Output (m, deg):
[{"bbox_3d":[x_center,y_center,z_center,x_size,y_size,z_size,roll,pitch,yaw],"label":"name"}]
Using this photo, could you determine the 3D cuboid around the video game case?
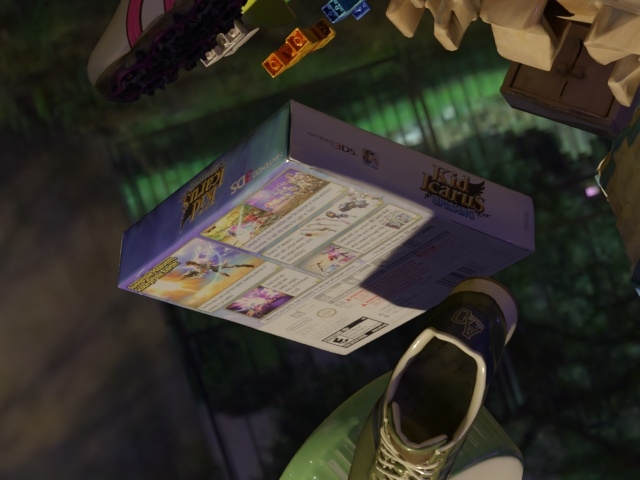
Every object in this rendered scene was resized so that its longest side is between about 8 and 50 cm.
[{"bbox_3d":[0.000,0.000,1.294,0.244,0.061,0.269,18,147,-30],"label":"video game case"}]

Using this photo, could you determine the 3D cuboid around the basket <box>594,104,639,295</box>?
[{"bbox_3d":[0.385,-0.024,1.323,0.201,0.289,0.254,-3,143,-25],"label":"basket"}]

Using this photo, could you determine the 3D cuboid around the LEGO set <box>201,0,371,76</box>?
[{"bbox_3d":[-0.010,-0.240,1.588,0.227,0.087,0.093,-39,178,27],"label":"LEGO set"}]

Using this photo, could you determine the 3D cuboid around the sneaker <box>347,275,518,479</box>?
[{"bbox_3d":[0.056,0.114,0.932,0.064,0.192,0.086,28,-159,11],"label":"sneaker"}]

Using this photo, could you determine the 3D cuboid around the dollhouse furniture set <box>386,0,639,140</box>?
[{"bbox_3d":[0.295,-0.309,1.791,0.362,0.256,0.394,21,174,25],"label":"dollhouse furniture set"}]

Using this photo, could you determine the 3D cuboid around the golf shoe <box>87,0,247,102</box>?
[{"bbox_3d":[-0.076,-0.162,0.867,0.186,0.086,0.067,-51,164,9],"label":"golf shoe"}]

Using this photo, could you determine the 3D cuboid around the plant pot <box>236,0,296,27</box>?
[{"bbox_3d":[-0.070,-0.336,1.380,0.207,0.227,0.228,-45,-141,-4],"label":"plant pot"}]

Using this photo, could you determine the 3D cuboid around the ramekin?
[{"bbox_3d":[0.101,0.302,1.839,0.303,0.148,0.303,-31,147,-23],"label":"ramekin"}]
